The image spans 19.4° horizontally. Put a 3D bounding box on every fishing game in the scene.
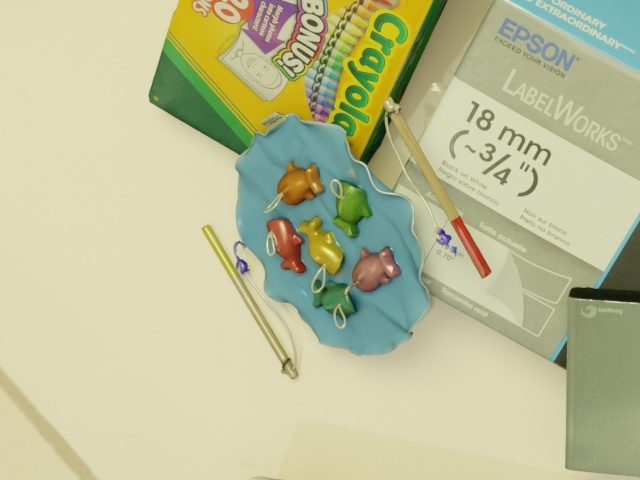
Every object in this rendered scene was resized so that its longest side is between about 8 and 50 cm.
[{"bbox_3d":[0.000,0.000,1.324,0.264,0.041,0.189,-26,94,52],"label":"fishing game"}]

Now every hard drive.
[{"bbox_3d":[0.217,0.099,1.288,0.094,0.022,0.135,4,114,14],"label":"hard drive"}]

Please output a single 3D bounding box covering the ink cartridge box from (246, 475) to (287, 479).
[{"bbox_3d":[0.079,0.365,1.253,0.395,0.166,0.285,22,90,39],"label":"ink cartridge box"}]

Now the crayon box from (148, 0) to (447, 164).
[{"bbox_3d":[-0.005,-0.165,1.293,0.165,0.081,0.278,30,140,5],"label":"crayon box"}]

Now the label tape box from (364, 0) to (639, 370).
[{"bbox_3d":[0.208,-0.080,1.287,0.240,0.106,0.334,29,118,4],"label":"label tape box"}]
